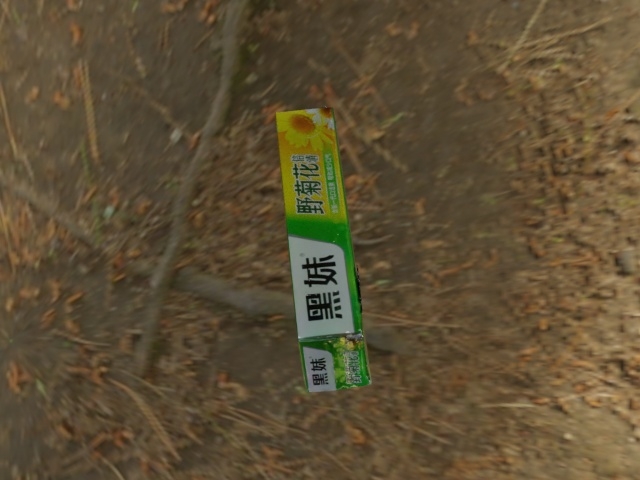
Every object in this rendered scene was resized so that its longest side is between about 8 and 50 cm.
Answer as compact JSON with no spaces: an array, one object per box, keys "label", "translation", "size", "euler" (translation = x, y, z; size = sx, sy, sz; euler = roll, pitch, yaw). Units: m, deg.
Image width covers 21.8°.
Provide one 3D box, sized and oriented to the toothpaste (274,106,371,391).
[{"label":"toothpaste","translation":[0.000,0.000,0.896],"size":[0.037,0.043,0.178],"euler":[-6,45,-1]}]
